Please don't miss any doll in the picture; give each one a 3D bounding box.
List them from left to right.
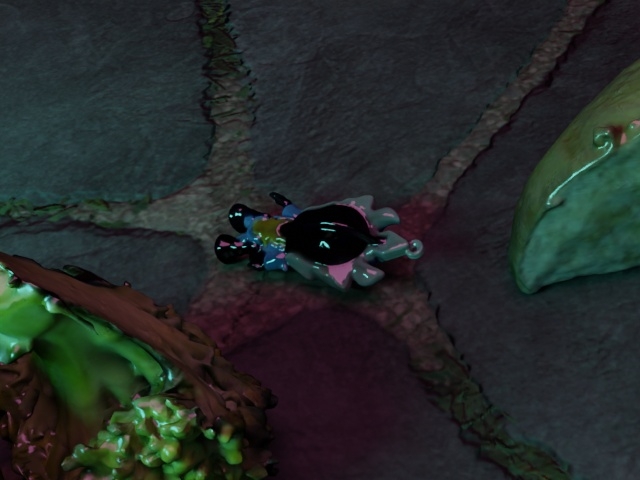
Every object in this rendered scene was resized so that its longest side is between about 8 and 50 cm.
[{"bbox_3d":[0.000,0.000,0.945,0.195,0.070,0.096,5,61,26],"label":"doll"}]

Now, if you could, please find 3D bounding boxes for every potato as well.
[{"bbox_3d":[0.271,-0.101,0.900,0.264,0.211,0.189,-12,45,4],"label":"potato"}]

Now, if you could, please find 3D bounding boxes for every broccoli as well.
[{"bbox_3d":[-0.173,0.127,0.747,0.242,0.273,0.180,36,94,39],"label":"broccoli"}]

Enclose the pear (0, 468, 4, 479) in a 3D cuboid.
[{"bbox_3d":[-0.351,0.224,0.608,0.352,0.352,0.413,-7,53,5],"label":"pear"}]
